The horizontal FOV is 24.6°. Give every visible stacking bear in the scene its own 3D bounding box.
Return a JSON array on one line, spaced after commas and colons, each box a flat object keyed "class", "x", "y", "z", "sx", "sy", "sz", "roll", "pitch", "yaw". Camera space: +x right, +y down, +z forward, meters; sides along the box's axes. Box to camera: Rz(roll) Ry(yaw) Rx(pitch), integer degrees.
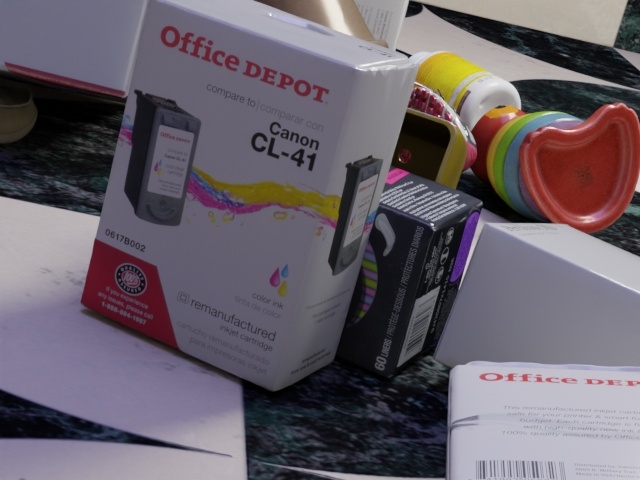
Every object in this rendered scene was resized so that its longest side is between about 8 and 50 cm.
[{"class": "stacking bear", "x": 0.299, "y": -0.114, "z": 2.044, "sx": 0.175, "sy": 0.164, "sz": 0.289, "roll": -19, "pitch": 18, "yaw": -16}]

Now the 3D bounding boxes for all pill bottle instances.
[{"class": "pill bottle", "x": 0.221, "y": -0.237, "z": 2.392, "sx": 0.117, "sy": 0.117, "sz": 0.215, "roll": 1, "pitch": 23, "yaw": -34}]

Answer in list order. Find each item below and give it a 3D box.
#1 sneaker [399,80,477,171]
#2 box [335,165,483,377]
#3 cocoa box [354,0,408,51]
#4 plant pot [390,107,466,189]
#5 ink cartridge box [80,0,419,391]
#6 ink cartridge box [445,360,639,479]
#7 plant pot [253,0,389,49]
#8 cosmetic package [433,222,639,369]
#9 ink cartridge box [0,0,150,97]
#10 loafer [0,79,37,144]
[{"class": "sneaker", "x": 0.156, "y": -0.175, "z": 2.167, "sx": 0.112, "sy": 0.121, "sz": 0.299, "roll": 8, "pitch": 19, "yaw": -25}, {"class": "box", "x": 0.000, "y": 0.000, "z": 1.469, "sx": 0.270, "sy": 0.165, "sz": 0.143, "roll": 22, "pitch": 20, "yaw": 21}, {"class": "cocoa box", "x": 0.025, "y": -0.410, "z": 2.385, "sx": 0.231, "sy": 0.347, "sz": 0.228, "roll": 13, "pitch": 18, "yaw": -3}, {"class": "plant pot", "x": 0.051, "y": -0.055, "z": 1.640, "sx": 0.212, "sy": 0.212, "sz": 0.187, "roll": 22, "pitch": 8, "yaw": 21}, {"class": "ink cartridge box", "x": -0.070, "y": -0.049, "z": 1.339, "sx": 0.226, "sy": 0.306, "sz": 0.131, "roll": 22, "pitch": 20, "yaw": 22}, {"class": "ink cartridge box", "x": 0.194, "y": 0.197, "z": 1.063, "sx": 0.207, "sy": 0.117, "sz": 0.283, "roll": 2, "pitch": 18, "yaw": 5}, {"class": "plant pot", "x": -0.044, "y": -0.305, "z": 2.064, "sx": 0.263, "sy": 0.229, "sz": 0.263, "roll": -13, "pitch": 4, "yaw": 1}, {"class": "cosmetic package", "x": 0.317, "y": 0.119, "z": 1.366, "sx": 0.365, "sy": 0.155, "sz": 0.197, "roll": 27, "pitch": 15, "yaw": 29}, {"class": "ink cartridge box", "x": -0.361, "y": -0.281, "z": 1.879, "sx": 0.279, "sy": 0.160, "sz": 0.384, "roll": 12, "pitch": 3, "yaw": -8}, {"class": "loafer", "x": -0.426, "y": -0.166, "z": 1.744, "sx": 0.102, "sy": 0.092, "sz": 0.268, "roll": 21, "pitch": 20, "yaw": 20}]
